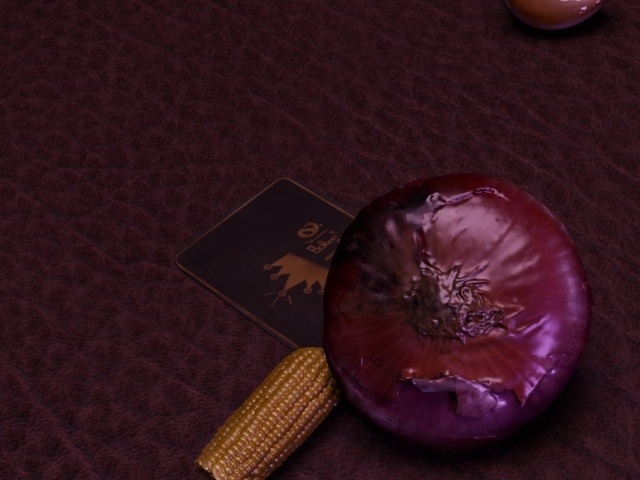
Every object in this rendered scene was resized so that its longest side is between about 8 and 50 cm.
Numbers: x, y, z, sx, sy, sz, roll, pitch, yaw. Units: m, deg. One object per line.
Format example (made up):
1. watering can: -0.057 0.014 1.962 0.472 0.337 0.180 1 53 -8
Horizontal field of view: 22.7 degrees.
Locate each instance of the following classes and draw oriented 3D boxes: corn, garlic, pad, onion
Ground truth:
1. corn: -0.062 0.233 2.024 0.093 0.093 0.244 22 53 32
2. garlic: 0.386 -0.404 2.596 0.207 0.128 0.115 10 5 15
3. pad: 0.001 0.000 2.283 0.315 0.063 0.375 -37 48 -25
4. onion: 0.174 0.091 2.026 0.348 0.285 0.347 -2 83 17
